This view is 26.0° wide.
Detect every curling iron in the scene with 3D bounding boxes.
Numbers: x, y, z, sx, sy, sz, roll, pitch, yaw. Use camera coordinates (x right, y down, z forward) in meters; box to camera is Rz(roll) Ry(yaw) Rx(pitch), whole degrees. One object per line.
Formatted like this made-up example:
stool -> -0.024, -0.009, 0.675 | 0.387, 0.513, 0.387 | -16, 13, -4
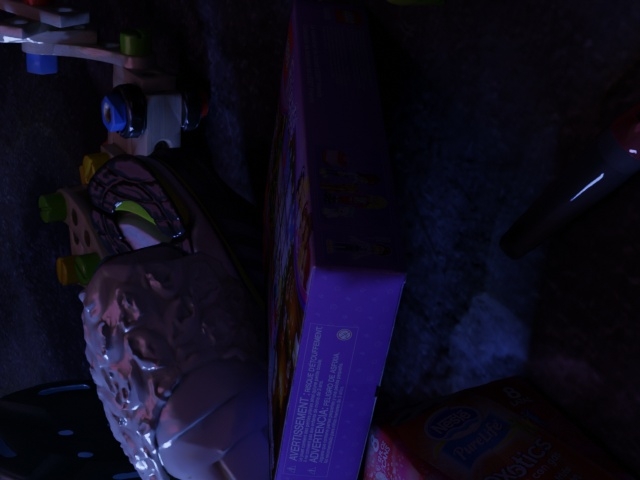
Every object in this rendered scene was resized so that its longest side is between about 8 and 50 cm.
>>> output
curling iron -> 0.164, -0.067, 0.733 | 0.068, 0.035, 0.274 | 67, 151, 26

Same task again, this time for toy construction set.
toy construction set -> -0.201, -0.091, 1.317 | 0.215, 0.151, 0.328 | 36, 144, 52

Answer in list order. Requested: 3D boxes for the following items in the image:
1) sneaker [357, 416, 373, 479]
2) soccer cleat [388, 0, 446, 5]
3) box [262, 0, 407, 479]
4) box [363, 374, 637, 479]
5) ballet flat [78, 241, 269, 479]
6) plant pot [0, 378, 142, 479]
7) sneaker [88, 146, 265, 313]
sneaker -> 0.024, 0.198, 1.106 | 0.059, 0.053, 0.144 | -3, 98, 65
soccer cleat -> 0.096, -0.199, 0.779 | 0.179, 0.072, 0.060 | -43, 61, 36
box -> 0.000, 0.000, 0.923 | 0.293, 0.057, 0.201 | -95, 12, -51
box -> 0.102, 0.232, 0.894 | 0.128, 0.122, 0.257 | 44, 139, 47
ballet flat -> -0.053, 0.182, 1.034 | 0.147, 0.147, 0.409 | 39, 153, 50
plant pot -> -0.226, 0.338, 1.383 | 0.341, 0.341, 0.334 | 31, 122, 54
sneaker -> -0.062, 0.042, 1.151 | 0.111, 0.121, 0.300 | -28, 95, 40
